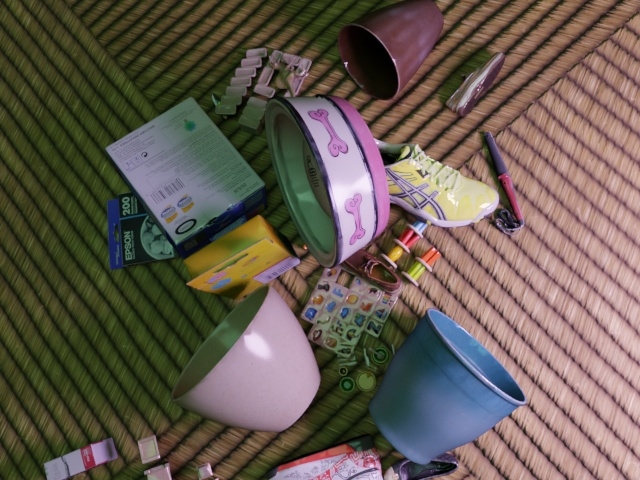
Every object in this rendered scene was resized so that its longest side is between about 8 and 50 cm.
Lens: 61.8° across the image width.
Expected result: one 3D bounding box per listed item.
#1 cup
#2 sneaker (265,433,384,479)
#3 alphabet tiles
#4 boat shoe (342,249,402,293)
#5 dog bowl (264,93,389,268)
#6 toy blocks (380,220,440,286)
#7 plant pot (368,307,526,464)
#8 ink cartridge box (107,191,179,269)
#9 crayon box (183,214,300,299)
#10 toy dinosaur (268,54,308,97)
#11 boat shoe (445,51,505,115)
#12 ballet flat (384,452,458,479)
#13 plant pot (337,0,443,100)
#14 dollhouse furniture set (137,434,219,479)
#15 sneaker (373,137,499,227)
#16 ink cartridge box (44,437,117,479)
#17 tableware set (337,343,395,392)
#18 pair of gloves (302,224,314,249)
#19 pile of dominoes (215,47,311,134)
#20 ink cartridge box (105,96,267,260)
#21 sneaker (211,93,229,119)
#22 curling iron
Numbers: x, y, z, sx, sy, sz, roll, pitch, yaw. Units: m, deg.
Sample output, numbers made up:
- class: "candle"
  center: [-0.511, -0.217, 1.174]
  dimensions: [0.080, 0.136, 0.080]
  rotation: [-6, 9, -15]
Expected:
- class: "cup"
  center: [-0.142, 0.299, 1.227]
  dimensions: [0.237, 0.331, 0.331]
  rotation: [43, 88, -11]
- class: "sneaker"
  center: [0.014, 0.560, 1.235]
  dimensions: [0.270, 0.090, 0.144]
  rotation: [-20, 74, 3]
- class: "alphabet tiles"
  center: [0.071, 0.165, 1.333]
  dimensions: [0.198, 0.009, 0.237]
  rotation: [25, 78, 13]
- class: "boat shoe"
  center: [0.124, 0.065, 1.320]
  dimensions: [0.178, 0.060, 0.064]
  rotation: [33, 79, 15]
- class: "dog bowl"
  center: [0.014, -0.149, 1.235]
  dimensions: [0.150, 0.408, 0.407]
  rotation: [-21, 76, -14]
- class: "toy blocks"
  center: [0.241, 0.021, 1.321]
  dimensions: [0.123, 0.054, 0.148]
  rotation: [41, 88, 15]
- class: "plant pot"
  center: [0.250, 0.331, 1.164]
  dimensions: [0.272, 0.272, 0.255]
  rotation: [44, 103, 15]
- class: "ink cartridge box"
  center: [-0.497, -0.035, 1.465]
  dimensions: [0.208, 0.045, 0.206]
  rotation: [-10, 78, 9]
- class: "crayon box"
  center: [-0.180, 0.044, 1.252]
  dimensions: [0.202, 0.318, 0.081]
  rotation: [-30, 76, 2]
- class: "toy dinosaur"
  center: [-0.080, -0.441, 1.457]
  dimensions: [0.093, 0.053, 0.183]
  rotation: [-30, 65, 11]
- class: "boat shoe"
  center: [0.395, -0.415, 1.378]
  dimensions: [0.072, 0.068, 0.190]
  rotation: [39, 88, 26]
- class: "ballet flat"
  center: [0.228, 0.518, 1.214]
  dimensions: [0.173, 0.049, 0.057]
  rotation: [-13, 75, -4]
- class: "plant pot"
  center: [0.201, -0.516, 1.374]
  dimensions: [0.230, 0.215, 0.215]
  rotation: [-41, 75, -16]
- class: "dollhouse furniture set"
  center: [-0.345, 0.556, 1.316]
  dimensions: [0.161, 0.101, 0.181]
  rotation: [-13, 75, -18]
- class: "sneaker"
  center: [0.239, -0.145, 1.291]
  dimensions: [0.385, 0.147, 0.145]
  rotation: [16, 58, 10]
- class: "ink cartridge box"
  center: [-0.599, 0.551, 1.337]
  dimensions: [0.135, 0.099, 0.056]
  rotation: [-23, 76, 4]
- class: "tableware set"
  center: [0.117, 0.313, 1.301]
  dimensions: [0.154, 0.024, 0.103]
  rotation: [-12, 77, 7]
- class: "pair of gloves"
  center: [0.000, 0.000, 1.389]
  dimensions: [0.083, 0.010, 0.074]
  rotation: [21, 82, 10]
- class: "pile of dominoes"
  center: [-0.159, -0.419, 1.496]
  dimensions: [0.196, 0.040, 0.251]
  rotation: [21, 76, 11]
- class: "ink cartridge box"
  center: [-0.320, -0.133, 1.371]
  dimensions: [0.270, 0.151, 0.395]
  rotation: [-36, 73, -15]
- class: "sneaker"
  center: [-0.276, -0.380, 1.505]
  dimensions: [0.035, 0.031, 0.083]
  rotation: [-31, 84, -4]
- class: "curling iron"
  center: [0.446, -0.145, 1.328]
  dimensions: [0.068, 0.035, 0.273]
  rotation: [-10, 78, 7]
